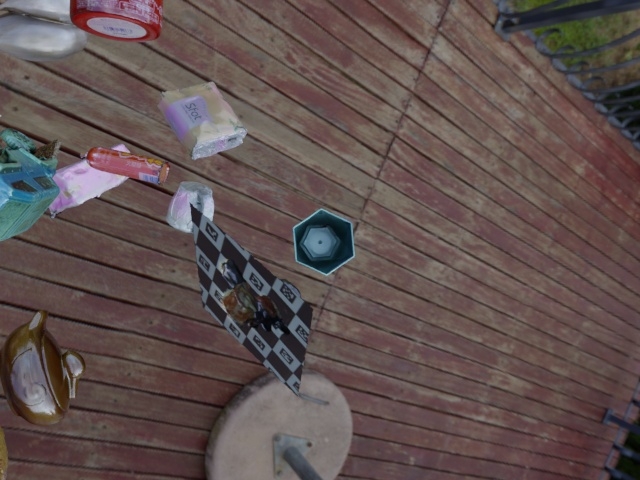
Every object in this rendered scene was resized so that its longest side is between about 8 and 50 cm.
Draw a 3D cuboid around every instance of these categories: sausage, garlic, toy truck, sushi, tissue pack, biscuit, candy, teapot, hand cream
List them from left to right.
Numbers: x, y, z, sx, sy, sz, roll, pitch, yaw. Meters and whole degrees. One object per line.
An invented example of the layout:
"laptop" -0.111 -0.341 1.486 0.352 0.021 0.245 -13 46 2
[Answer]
"toy truck" -0.567 -0.095 0.927 0.156 0.279 0.155 42 93 -12
"biscuit" -0.898 -0.230 1.644 0.025 0.231 0.130 37 44 -49
"garlic" -0.843 -0.665 1.550 0.340 0.246 0.231 -16 138 -30
"teapot" -0.312 0.144 0.602 0.078 0.098 0.129 -15 87 -16
"candy" -0.680 -0.180 1.541 0.115 0.156 0.265 63 34 -16
"hand cream" -0.435 -0.514 1.130 0.193 0.193 0.125 3 92 -32
"sausage" -0.331 -0.129 0.887 0.146 0.050 0.048 13 130 -1
"teapot" -0.469 -0.119 1.913 0.163 0.221 0.178 12 113 -16
"tissue pack" -0.405 -0.412 1.809 0.215 0.256 0.123 -24 156 -31
"sushi" -0.119 0.112 1.045 0.069 0.320 0.339 -36 151 -33

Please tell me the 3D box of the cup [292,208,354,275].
"cup" 0.000 0.000 1.269 0.134 0.236 0.148 -2 92 -4

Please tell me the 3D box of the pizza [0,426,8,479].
"pizza" -0.619 0.379 0.891 0.161 0.305 0.085 -37 137 -22
